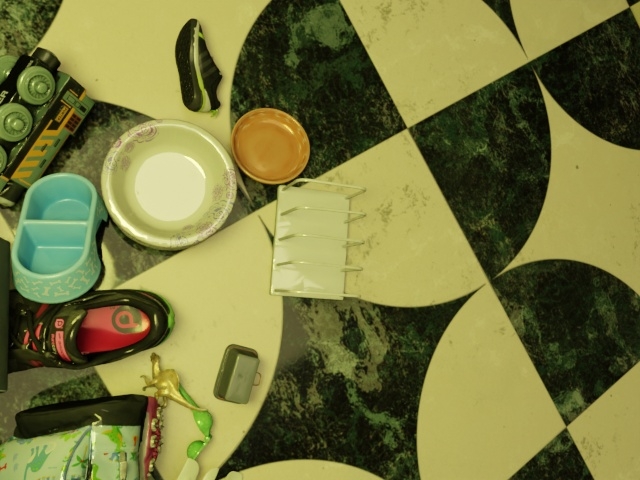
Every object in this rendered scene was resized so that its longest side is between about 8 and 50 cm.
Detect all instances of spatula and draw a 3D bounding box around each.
[{"bbox_3d":[-0.286,0.622,1.210,0.168,0.019,0.242,37,73,-39],"label":"spatula"}]

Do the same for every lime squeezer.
[{"bbox_3d":[-0.301,0.452,1.229,0.110,0.059,0.310,3,85,-19],"label":"lime squeezer"}]

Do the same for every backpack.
[{"bbox_3d":[-0.471,0.489,1.000,0.290,0.273,0.355,-11,82,23],"label":"backpack"}]

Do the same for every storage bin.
[{"bbox_3d":[-0.184,0.320,1.263,0.098,0.091,0.135,19,80,-17],"label":"storage bin"}]

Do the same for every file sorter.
[{"bbox_3d":[0.000,0.000,1.315,0.193,0.173,0.277,6,82,-19],"label":"file sorter"}]

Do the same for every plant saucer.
[{"bbox_3d":[-0.127,-0.232,1.354,0.200,0.037,0.199,4,77,-16],"label":"plant saucer"}]

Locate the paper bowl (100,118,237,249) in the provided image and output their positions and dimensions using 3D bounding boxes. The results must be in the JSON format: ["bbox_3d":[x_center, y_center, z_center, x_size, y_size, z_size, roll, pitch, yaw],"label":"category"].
[{"bbox_3d":[-0.340,-0.118,1.221,0.284,0.148,0.284,2,85,-19],"label":"paper bowl"}]

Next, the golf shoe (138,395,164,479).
[{"bbox_3d":[-0.413,0.479,1.144,0.140,0.115,0.306,8,92,-3],"label":"golf shoe"}]

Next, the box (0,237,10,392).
[{"bbox_3d":[-0.775,0.137,0.915,0.396,0.212,0.293,-9,72,2],"label":"box"}]

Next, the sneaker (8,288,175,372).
[{"bbox_3d":[-0.542,0.176,1.093,0.483,0.202,0.185,-9,87,-20],"label":"sneaker"}]

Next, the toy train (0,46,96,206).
[{"bbox_3d":[-0.617,-0.228,1.119,0.142,0.190,0.333,23,79,26],"label":"toy train"}]

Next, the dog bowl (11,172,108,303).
[{"bbox_3d":[-0.535,-0.018,1.110,0.166,0.074,0.297,1,54,-12],"label":"dog bowl"}]

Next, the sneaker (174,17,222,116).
[{"bbox_3d":[-0.290,-0.415,1.318,0.097,0.084,0.234,-1,86,-43],"label":"sneaker"}]

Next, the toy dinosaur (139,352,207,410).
[{"bbox_3d":[-0.344,0.336,1.204,0.092,0.053,0.183,-44,78,4],"label":"toy dinosaur"}]
